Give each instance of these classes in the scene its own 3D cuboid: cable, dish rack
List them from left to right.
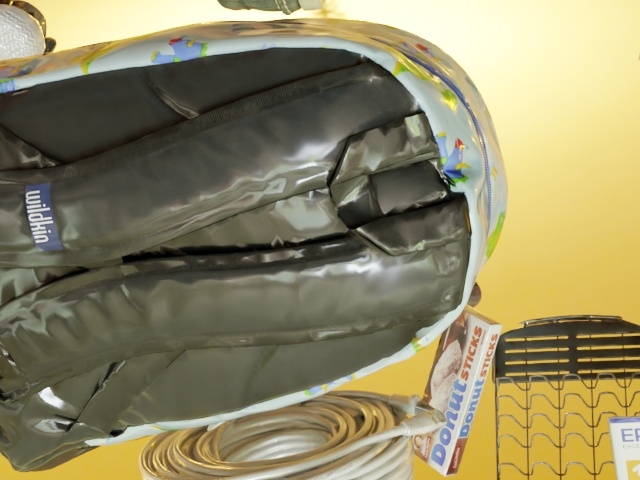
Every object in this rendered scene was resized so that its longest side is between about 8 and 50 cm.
[{"bbox_3d":[-0.038,0.216,1.160,0.257,0.089,0.257,-20,-163,-41],"label":"cable"},{"bbox_3d":[0.281,0.206,1.358,0.208,0.074,0.271,-3,-114,14],"label":"dish rack"}]

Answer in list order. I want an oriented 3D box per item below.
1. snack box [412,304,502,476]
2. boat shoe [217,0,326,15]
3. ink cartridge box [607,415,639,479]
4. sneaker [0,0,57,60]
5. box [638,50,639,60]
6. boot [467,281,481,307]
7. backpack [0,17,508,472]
[{"bbox_3d":[0.144,0.160,1.331,0.022,0.178,0.064,2,-161,-41],"label":"snack box"},{"bbox_3d":[-0.053,-0.326,1.162,0.099,0.116,0.319,-10,-132,8],"label":"boat shoe"},{"bbox_3d":[0.446,0.282,1.129,0.324,0.330,0.071,-5,-160,18],"label":"ink cartridge box"},{"bbox_3d":[-0.334,-0.209,1.282,0.269,0.101,0.153,-18,-153,51],"label":"sneaker"},{"bbox_3d":[0.296,-0.282,0.754,0.059,0.232,0.322,25,-104,16],"label":"box"},{"bbox_3d":[0.062,0.113,1.562,0.207,0.248,0.090,-2,-111,-31],"label":"boot"},{"bbox_3d":[-0.057,-0.021,0.818,0.356,0.290,0.273,-13,-173,32],"label":"backpack"}]
